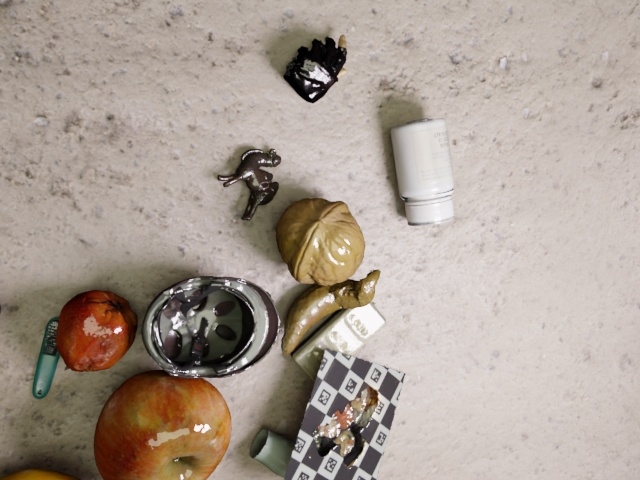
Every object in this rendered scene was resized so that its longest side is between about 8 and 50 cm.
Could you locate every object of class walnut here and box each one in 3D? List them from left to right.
[{"bbox_3d":[0.000,0.000,1.343,0.228,0.228,0.228,-2,96,-16],"label":"walnut"}]

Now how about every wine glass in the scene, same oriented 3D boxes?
[{"bbox_3d":[-0.077,0.555,1.442,0.202,0.093,0.093,34,85,-16],"label":"wine glass"}]

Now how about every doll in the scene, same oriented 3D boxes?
[{"bbox_3d":[-0.155,-0.146,1.374,0.165,0.057,0.139,-37,101,-15],"label":"doll"}]

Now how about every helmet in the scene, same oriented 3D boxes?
[{"bbox_3d":[-0.261,0.195,1.312,0.305,0.177,0.224,2,85,-25],"label":"helmet"}]

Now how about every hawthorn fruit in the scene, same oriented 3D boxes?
[{"bbox_3d":[-0.494,0.199,1.263,0.174,0.173,0.179,2,121,-16],"label":"hawthorn fruit"}]

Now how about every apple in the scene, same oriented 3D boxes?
[{"bbox_3d":[-0.356,0.419,1.275,0.302,0.301,0.301,-2,96,-16],"label":"apple"}]

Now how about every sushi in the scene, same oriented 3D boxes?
[{"bbox_3d":[0.051,0.465,1.461,0.320,0.069,0.339,25,77,-38],"label":"sushi"}]

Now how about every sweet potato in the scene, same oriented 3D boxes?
[{"bbox_3d":[0.016,0.154,1.415,0.310,0.124,0.098,-32,126,3],"label":"sweet potato"}]

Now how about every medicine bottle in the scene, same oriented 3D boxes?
[{"bbox_3d":[0.263,-0.173,1.446,0.143,0.143,0.258,-11,97,-15],"label":"medicine bottle"}]

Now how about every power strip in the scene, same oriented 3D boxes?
[{"bbox_3d":[0.051,0.246,1.463,0.257,0.070,0.105,-43,105,-10],"label":"power strip"}]

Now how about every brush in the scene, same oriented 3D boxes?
[{"bbox_3d":[-0.616,0.269,1.289,0.043,0.032,0.193,15,90,-17],"label":"brush"}]

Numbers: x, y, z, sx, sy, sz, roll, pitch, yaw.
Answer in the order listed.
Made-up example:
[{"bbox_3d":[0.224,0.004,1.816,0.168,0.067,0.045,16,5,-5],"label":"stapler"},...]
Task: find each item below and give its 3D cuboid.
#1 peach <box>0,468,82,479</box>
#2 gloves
[{"bbox_3d":[-0.616,0.636,1.201,0.332,0.308,0.307,15,91,-1],"label":"peach"},{"bbox_3d":[0.006,-0.426,1.366,0.129,0.106,0.180,38,88,-14],"label":"gloves"}]
